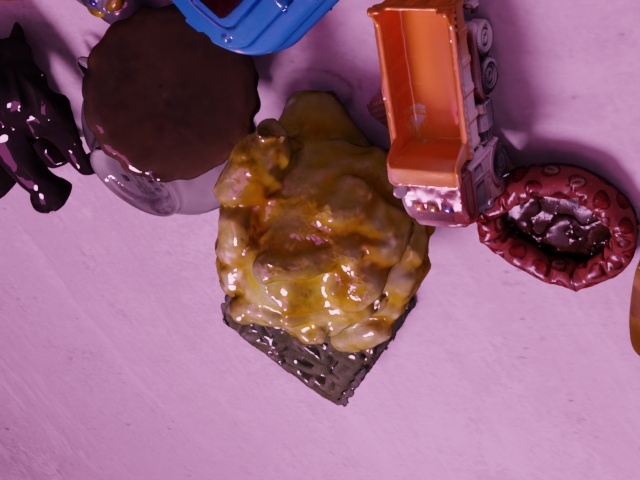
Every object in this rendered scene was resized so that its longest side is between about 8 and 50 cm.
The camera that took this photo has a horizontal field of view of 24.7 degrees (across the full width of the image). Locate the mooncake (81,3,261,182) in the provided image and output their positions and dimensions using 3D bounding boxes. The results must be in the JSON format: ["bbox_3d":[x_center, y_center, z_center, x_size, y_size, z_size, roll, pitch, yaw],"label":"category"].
[{"bbox_3d":[-0.188,-0.187,1.869,0.228,0.228,0.124,41,180,-6],"label":"mooncake"}]

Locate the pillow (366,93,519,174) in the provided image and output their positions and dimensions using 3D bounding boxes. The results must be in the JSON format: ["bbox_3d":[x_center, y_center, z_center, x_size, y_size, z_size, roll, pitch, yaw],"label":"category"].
[{"bbox_3d":[0.160,-0.116,1.791,0.211,0.034,0.135,45,143,-14],"label":"pillow"}]

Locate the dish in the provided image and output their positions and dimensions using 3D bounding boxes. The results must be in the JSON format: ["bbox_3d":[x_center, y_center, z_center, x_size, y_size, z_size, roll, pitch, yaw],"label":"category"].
[{"bbox_3d":[-0.233,-0.125,2.039,0.303,0.120,0.303,25,153,14],"label":"dish"}]

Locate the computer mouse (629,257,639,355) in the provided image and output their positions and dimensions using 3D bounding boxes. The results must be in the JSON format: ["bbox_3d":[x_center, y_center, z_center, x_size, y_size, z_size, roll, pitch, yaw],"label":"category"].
[{"bbox_3d":[0.440,0.095,1.770,0.126,0.056,0.245,21,145,24],"label":"computer mouse"}]

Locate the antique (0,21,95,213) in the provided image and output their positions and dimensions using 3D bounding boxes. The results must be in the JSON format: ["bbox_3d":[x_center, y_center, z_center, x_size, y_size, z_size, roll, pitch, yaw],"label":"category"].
[{"bbox_3d":[-0.481,-0.188,2.165,0.322,0.185,0.255,13,141,38],"label":"antique"}]

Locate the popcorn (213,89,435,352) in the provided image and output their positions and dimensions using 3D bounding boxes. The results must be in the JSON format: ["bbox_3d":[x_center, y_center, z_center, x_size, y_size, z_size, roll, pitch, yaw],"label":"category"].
[{"bbox_3d":[0.002,-0.005,1.856,0.279,0.274,0.335,31,146,6],"label":"popcorn"}]

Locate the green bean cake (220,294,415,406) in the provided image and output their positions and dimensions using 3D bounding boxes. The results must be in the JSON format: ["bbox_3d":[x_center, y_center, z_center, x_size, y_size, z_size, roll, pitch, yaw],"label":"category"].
[{"bbox_3d":[-0.014,0.103,2.139,0.255,0.132,0.241,36,151,1],"label":"green bean cake"}]

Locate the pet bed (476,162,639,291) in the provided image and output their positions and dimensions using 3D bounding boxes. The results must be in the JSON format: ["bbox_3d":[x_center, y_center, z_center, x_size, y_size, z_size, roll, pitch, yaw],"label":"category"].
[{"bbox_3d":[0.286,-0.018,1.756,0.201,0.053,0.201,13,142,11],"label":"pet bed"}]

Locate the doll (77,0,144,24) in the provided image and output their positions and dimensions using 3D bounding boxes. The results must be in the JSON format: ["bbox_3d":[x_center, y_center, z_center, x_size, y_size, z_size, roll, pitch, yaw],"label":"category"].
[{"bbox_3d":[-0.266,-0.311,1.925,0.195,0.062,0.104,45,165,-29],"label":"doll"}]

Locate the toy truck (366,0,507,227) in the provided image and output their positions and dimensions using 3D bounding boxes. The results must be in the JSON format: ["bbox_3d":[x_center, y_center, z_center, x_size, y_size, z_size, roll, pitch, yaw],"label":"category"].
[{"bbox_3d":[0.136,-0.149,1.645,0.114,0.135,0.270,7,122,30],"label":"toy truck"}]

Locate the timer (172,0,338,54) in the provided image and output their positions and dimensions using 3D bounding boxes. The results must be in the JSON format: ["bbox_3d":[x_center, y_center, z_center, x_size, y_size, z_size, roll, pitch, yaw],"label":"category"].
[{"bbox_3d":[-0.120,-0.371,1.671,0.340,0.115,0.309,42,150,-8],"label":"timer"}]
